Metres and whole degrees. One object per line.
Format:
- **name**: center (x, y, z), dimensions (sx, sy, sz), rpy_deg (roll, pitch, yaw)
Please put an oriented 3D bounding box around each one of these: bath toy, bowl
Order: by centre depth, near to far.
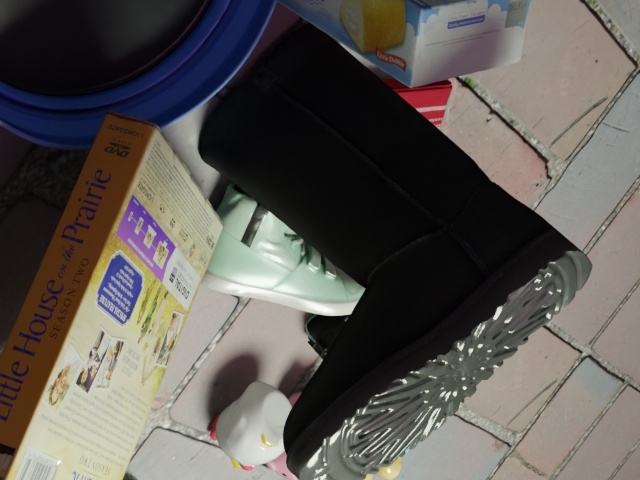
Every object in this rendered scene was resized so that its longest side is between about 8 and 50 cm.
- **bowl**: center (-0.207, -0.278, 1.224), dimensions (0.391, 0.077, 0.391), rpy_deg (-23, 132, -28)
- **bath toy**: center (-0.018, 0.279, 1.778), dimensions (0.348, 0.129, 0.151), rpy_deg (14, 65, -48)

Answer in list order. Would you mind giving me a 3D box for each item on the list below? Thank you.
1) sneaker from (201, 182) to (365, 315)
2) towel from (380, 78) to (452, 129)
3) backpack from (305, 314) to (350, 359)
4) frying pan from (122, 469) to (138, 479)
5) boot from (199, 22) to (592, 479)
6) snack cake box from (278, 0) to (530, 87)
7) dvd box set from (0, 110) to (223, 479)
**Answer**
- **sneaker**: center (-0.017, 0.002, 1.556), dimensions (0.256, 0.094, 0.151), rpy_deg (10, 112, -27)
- **towel**: center (0.063, -0.084, 1.644), dimensions (0.199, 0.031, 0.274), rpy_deg (-9, 127, -40)
- **backpack**: center (0.101, 0.133, 1.734), dimensions (0.188, 0.166, 0.144), rpy_deg (-42, 141, -3)
- **frying pan**: center (-0.368, 0.397, 1.600), dimensions (0.326, 0.053, 0.197), rpy_deg (-38, 138, -11)
- **boot**: center (0.002, -0.001, 1.341), dimensions (0.367, 0.445, 0.146), rpy_deg (-37, 147, -12)
- **snack cake box**: center (0.077, -0.264, 1.342), dimensions (0.152, 0.264, 0.089), rpy_deg (-18, 129, -32)
- **dvd box set**: center (-0.231, 0.116, 1.307), dimensions (0.307, 0.062, 0.420), rpy_deg (63, 46, -70)
